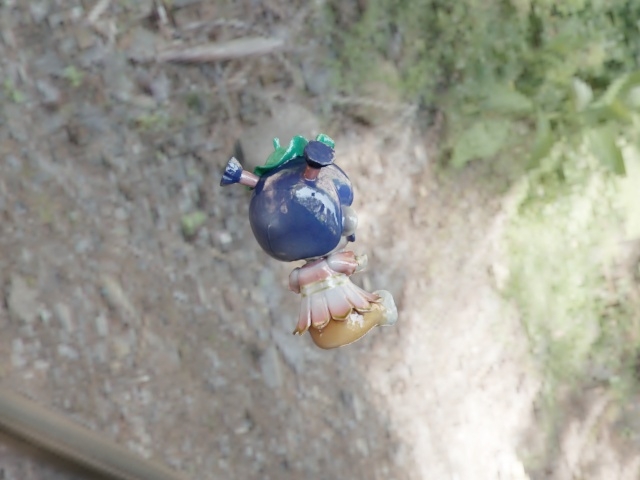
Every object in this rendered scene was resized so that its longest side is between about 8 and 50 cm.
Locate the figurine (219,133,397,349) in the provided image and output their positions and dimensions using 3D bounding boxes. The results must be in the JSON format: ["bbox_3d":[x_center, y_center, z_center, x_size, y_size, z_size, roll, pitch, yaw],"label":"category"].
[{"bbox_3d":[0.000,0.000,1.180,0.195,0.111,0.102,68,25,-4],"label":"figurine"}]
